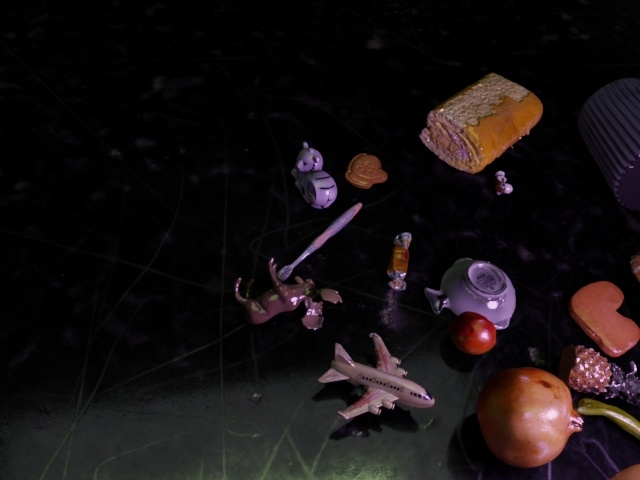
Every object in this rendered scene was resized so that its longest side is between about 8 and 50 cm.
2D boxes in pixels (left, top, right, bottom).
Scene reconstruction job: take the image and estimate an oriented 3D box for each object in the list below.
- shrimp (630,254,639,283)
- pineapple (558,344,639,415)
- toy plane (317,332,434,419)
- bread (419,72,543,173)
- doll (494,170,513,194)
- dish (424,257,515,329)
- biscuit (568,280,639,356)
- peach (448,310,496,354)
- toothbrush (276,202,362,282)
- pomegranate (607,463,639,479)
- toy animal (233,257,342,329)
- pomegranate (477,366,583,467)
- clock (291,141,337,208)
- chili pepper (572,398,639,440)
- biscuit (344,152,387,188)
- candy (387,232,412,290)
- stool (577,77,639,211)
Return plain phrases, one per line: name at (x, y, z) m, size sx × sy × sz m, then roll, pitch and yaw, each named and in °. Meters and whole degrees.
shrimp at (0.900, 0.112, 1.817) m, size 0.099 × 0.041 × 0.180 m, roll 14°, pitch 45°, yaw -20°
pineapple at (0.670, 0.323, 1.534) m, size 0.237 × 0.111 × 0.119 m, roll 18°, pitch 67°, yaw -2°
toy plane at (0.125, 0.307, 1.438) m, size 0.244 × 0.092 × 0.229 m, roll 24°, pitch 47°, yaw 8°
bread at (0.503, -0.362, 2.054) m, size 0.236 × 0.165 × 0.375 m, roll 39°, pitch 51°, yaw 18°
doll at (0.536, -0.172, 1.979) m, size 0.058 × 0.040 × 0.085 m, roll 1°, pitch 52°, yaw -28°
dish at (0.391, 0.116, 1.670) m, size 0.246 × 0.078 × 0.224 m, roll -8°, pitch 53°, yaw -18°
biscuit at (0.739, 0.191, 1.709) m, size 0.186 × 0.036 × 0.192 m, roll -19°, pitch 57°, yaw -28°
peach at (0.354, 0.217, 1.565) m, size 0.100 × 0.101 × 0.101 m, roll 6°, pitch 48°, yaw -7°
toothbrush at (0.000, 0.000, 1.719) m, size 0.028 × 0.037 × 0.375 m, roll 47°, pitch 51°, yaw 2°
pomegranate at (0.619, 0.556, 1.215) m, size 0.307 × 0.307 × 0.307 m, roll 6°, pitch 48°, yaw -7°
toy animal at (-0.076, 0.133, 1.544) m, size 0.214 × 0.094 × 0.186 m, roll -31°, pitch 73°, yaw -9°
pomegranate at (0.420, 0.364, 1.380) m, size 0.209 × 0.209 × 0.209 m, roll 6°, pitch 48°, yaw -7°
clock at (-0.014, -0.175, 1.810) m, size 0.080 × 0.117 × 0.176 m, roll -17°, pitch 56°, yaw -25°
chili pepper at (0.664, 0.404, 1.501) m, size 0.201 × 0.050 × 0.052 m, roll 27°, pitch 13°, yaw 14°
biscuit at (0.137, -0.200, 1.928) m, size 0.118 × 0.023 × 0.140 m, roll 17°, pitch 47°, yaw 4°
candy at (0.200, 0.055, 1.705) m, size 0.053 × 0.046 × 0.182 m, roll 17°, pitch 53°, yaw -2°
stool at (0.970, -0.304, 2.029) m, size 0.297 × 0.297 × 0.330 m, roll 0°, pitch 45°, yaw -12°
